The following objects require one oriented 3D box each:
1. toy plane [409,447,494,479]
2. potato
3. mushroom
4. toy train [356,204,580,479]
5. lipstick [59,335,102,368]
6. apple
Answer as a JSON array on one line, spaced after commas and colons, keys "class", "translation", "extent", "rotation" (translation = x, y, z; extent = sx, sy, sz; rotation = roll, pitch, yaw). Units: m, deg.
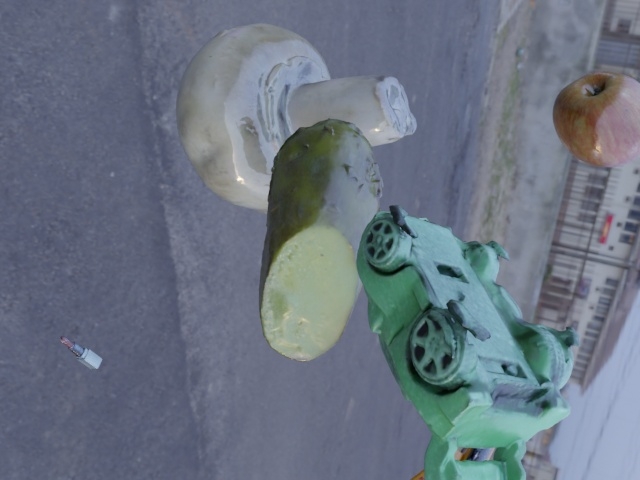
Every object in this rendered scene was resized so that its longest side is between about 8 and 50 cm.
[{"class": "toy plane", "translation": [0.143, 0.308, 0.868], "extent": [0.316, 0.204, 0.103], "rotation": [-48, 165, -38]}, {"class": "potato", "translation": [0.000, 0.000, 0.911], "extent": [0.176, 0.141, 0.298], "rotation": [-24, 120, -83]}, {"class": "mushroom", "translation": [-0.032, -0.192, 1.134], "extent": [0.314, 0.336, 0.314], "rotation": [15, 72, -59]}, {"class": "toy train", "translation": [0.068, 0.052, 0.390], "extent": [0.099, 0.149, 0.081], "rotation": [12, 124, -38]}, {"class": "lipstick", "translation": [-0.482, 0.221, 1.495], "extent": [0.107, 0.025, 0.025], "rotation": [52, 45, -42]}, {"class": "apple", "translation": [0.432, -0.189, 1.148], "extent": [0.131, 0.146, 0.146], "rotation": [49, 53, -39]}]
